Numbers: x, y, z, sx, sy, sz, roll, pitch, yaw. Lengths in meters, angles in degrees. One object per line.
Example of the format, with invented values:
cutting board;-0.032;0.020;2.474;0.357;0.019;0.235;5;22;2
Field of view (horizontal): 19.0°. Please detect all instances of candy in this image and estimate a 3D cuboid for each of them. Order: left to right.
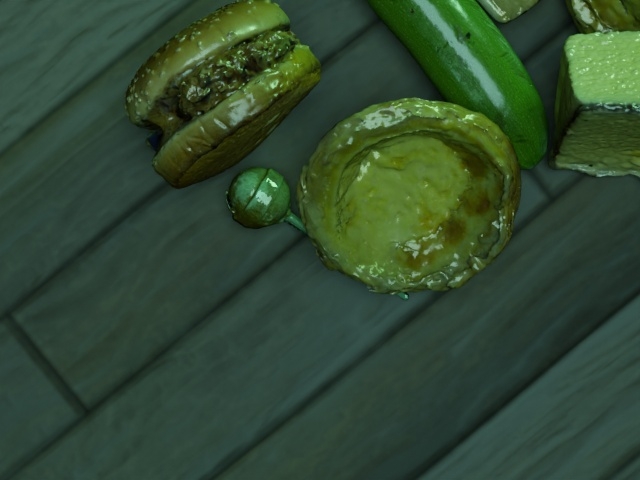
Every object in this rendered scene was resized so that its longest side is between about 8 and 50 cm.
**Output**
candy;0.000;0.000;1.800;0.202;0.061;0.061;34;91;-10

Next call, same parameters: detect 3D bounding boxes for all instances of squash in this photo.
squash;0.118;-0.190;1.774;0.082;0.082;0.292;-38;92;0

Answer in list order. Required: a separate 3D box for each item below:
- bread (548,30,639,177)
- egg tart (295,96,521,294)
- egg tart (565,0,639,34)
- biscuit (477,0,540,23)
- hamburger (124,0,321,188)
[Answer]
bread;0.332;-0.085;1.725;0.240;0.135;0.178;3;130;1
egg tart;0.081;-0.047;1.755;0.212;0.090;0.212;-4;118;-7
egg tart;0.349;-0.287;1.757;0.294;0.123;0.294;0;90;-1
biscuit;0.131;-0.283;1.788;0.056;0.052;0.188;-43;91;12
hamburger;-0.093;-0.137;1.717;0.182;0.191;0.118;-42;90;7
